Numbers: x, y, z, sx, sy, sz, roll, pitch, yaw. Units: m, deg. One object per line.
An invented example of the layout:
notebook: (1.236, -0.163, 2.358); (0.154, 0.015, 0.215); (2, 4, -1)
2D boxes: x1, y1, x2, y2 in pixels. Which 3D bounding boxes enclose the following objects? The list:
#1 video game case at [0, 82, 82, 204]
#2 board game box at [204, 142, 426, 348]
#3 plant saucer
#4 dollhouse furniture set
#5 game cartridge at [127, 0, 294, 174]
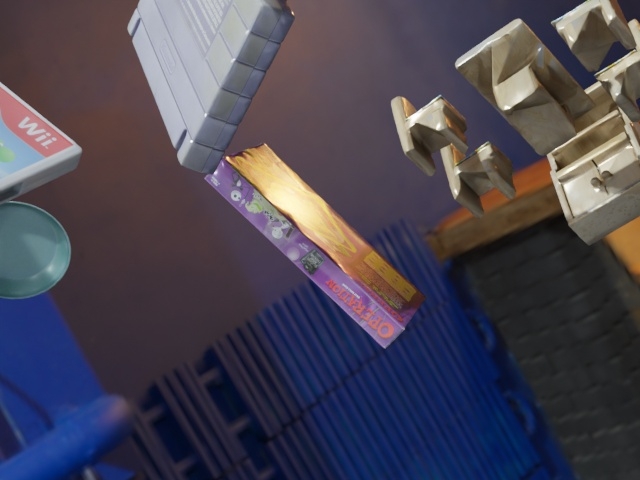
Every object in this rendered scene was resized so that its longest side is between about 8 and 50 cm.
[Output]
video game case: (-0.356, -0.080, 1.017); (0.285, 0.204, 0.025); (-35, -21, -52)
board game box: (0.000, 0.000, 1.848); (0.056, 0.347, 0.208); (-47, -4, 12)
plant saucer: (-0.322, 0.006, 1.338); (0.119, 0.119, 0.021); (-29, 31, 8)
dollhouse furniture set: (0.360, -0.216, 2.006); (0.362, 0.394, 0.256); (-33, 41, 22)
game cartridge: (-0.139, -0.268, 1.562); (0.230, 0.068, 0.355); (-55, 35, 23)
